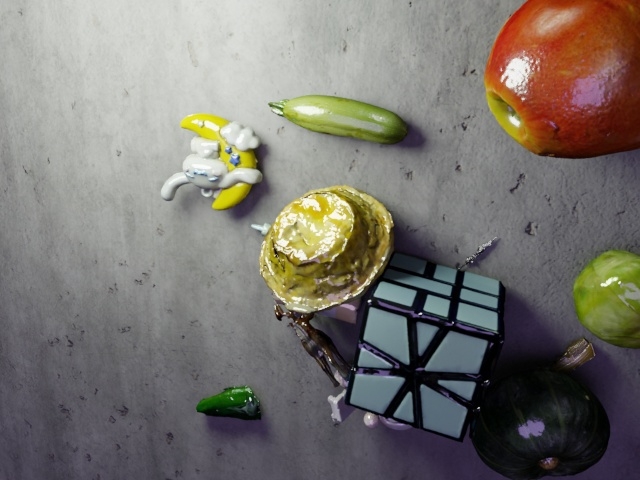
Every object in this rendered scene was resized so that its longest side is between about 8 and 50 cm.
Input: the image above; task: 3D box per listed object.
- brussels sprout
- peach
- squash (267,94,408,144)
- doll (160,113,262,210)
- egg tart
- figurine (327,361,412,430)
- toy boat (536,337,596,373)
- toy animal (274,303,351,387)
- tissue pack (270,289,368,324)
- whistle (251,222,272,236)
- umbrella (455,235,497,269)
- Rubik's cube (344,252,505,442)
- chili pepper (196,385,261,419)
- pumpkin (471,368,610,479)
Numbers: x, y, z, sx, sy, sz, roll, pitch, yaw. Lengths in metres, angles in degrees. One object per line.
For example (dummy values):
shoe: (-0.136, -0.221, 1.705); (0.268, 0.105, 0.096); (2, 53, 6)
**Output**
brussels sprout: (0.643, 0.127, 1.227); (0.223, 0.161, 0.223); (6, 106, 23)
peach: (0.494, -0.314, 1.064); (0.372, 0.373, 0.290); (-19, 133, 22)
squash: (0.031, -0.281, 1.334); (0.340, 0.094, 0.094); (15, 111, 14)
doll: (-0.265, -0.187, 1.449); (0.252, 0.111, 0.237); (12, 112, 5)
egg tart: (0.003, -0.003, 1.318); (0.341, 0.341, 0.129); (-1, 148, 18)
figurine: (0.154, 0.399, 1.454); (0.256, 0.182, 0.145); (7, 96, 37)
toy boat: (0.566, 0.279, 1.366); (0.149, 0.047, 0.049); (-40, 79, 22)
toy animal: (-0.015, 0.233, 1.435); (0.087, 0.243, 0.260); (-36, 80, -11)
tissue pack: (0.008, 0.086, 1.414); (0.222, 0.186, 0.090); (16, 149, 12)
whistle: (-0.129, -0.023, 1.498); (0.100, 0.035, 0.035); (18, 112, 13)
umbrella: (0.365, 0.032, 1.368); (0.122, 0.013, 0.022); (-40, 71, 26)
Rubik's cube: (0.239, 0.227, 1.324); (0.293, 0.283, 0.288); (16, 112, 9)
chili pepper: (-0.259, 0.481, 1.691); (0.216, 0.062, 0.108); (-9, 104, 22)
pumpkin: (0.490, 0.415, 1.328); (0.300, 0.207, 0.300); (-2, 130, -2)
